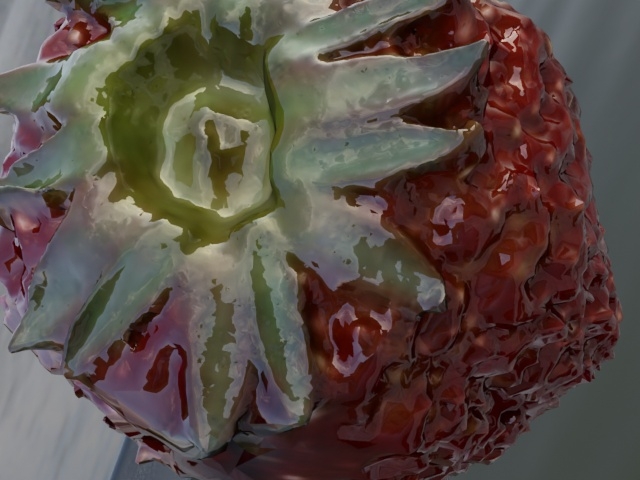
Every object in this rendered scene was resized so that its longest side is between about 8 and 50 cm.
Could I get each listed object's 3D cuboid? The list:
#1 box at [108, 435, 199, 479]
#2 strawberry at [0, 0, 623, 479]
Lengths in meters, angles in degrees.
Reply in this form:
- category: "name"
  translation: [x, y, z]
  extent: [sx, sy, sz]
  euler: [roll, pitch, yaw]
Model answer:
- category: "box"
  translation: [-0.107, 0.180, 1.028]
  extent: [0.069, 0.084, 0.122]
  euler: [-67, -19, -7]
- category: "strawberry"
  translation: [-0.001, -0.002, 0.685]
  extent: [0.343, 0.292, 0.292]
  euler: [47, -122, -67]
